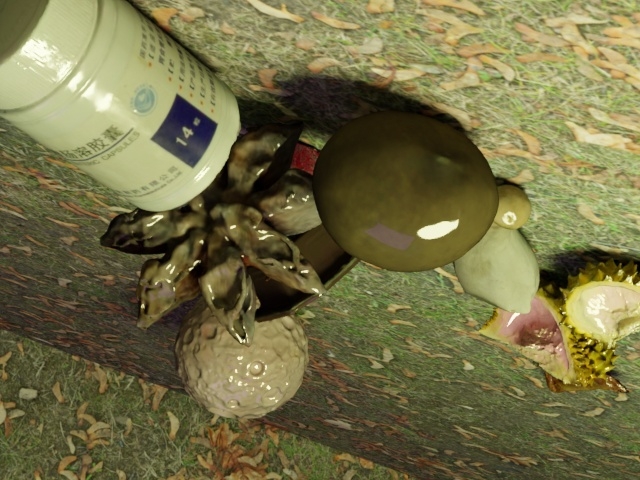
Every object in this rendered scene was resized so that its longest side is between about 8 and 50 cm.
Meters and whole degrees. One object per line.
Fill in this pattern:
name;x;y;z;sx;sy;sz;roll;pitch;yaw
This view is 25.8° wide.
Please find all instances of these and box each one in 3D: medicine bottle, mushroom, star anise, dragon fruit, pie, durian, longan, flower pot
medicine bottle;-0.263;-0.186;1.593;0.190;0.190;0.332;2;157;40
mushroom;0.228;0.006;1.858;0.118;0.103;0.270;11;156;19
star anise;-0.125;-0.028;1.743;0.331;0.332;0.117;14;166;11
dragon fruit;-0.050;-0.080;1.862;0.147;0.096;0.102;22;167;-9
pie;0.448;0.231;2.426;0.088;0.033;0.191;44;154;-24
durian;0.340;0.129;2.047;0.165;0.132;0.182;25;180;-16
durian;0.423;0.063;1.894;0.224;0.078;0.140;-23;120;38
longan;0.098;-0.056;1.643;0.220;0.197;0.196;12;162;-2
flower pot;0.000;0.000;1.880;0.084;0.251;0.179;53;153;-9

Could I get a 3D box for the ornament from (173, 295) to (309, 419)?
ornament;-0.150;0.221;2.637;0.259;0.225;0.259;16;161;6
